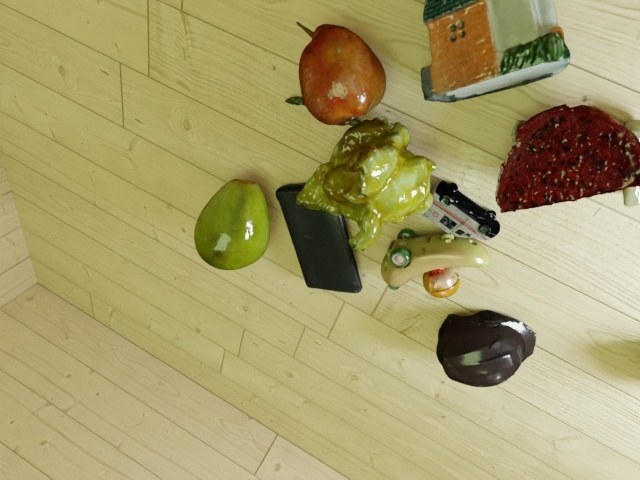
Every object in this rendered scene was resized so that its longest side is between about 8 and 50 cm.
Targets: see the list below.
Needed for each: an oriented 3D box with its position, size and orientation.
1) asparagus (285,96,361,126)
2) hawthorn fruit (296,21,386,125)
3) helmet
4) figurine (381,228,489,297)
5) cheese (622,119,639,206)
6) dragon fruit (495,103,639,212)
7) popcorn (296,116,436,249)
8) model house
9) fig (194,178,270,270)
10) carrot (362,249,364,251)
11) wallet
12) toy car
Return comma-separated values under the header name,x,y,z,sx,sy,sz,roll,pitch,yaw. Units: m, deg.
name,x,y,z,sx,sy,sz,roll,pitch,yaw
asparagus,0.007,-0.365,1.202,0.236,0.027,0.034,24,121,13
hawthorn fruit,0.034,-0.413,1.035,0.211,0.210,0.262,-20,103,39
helmet,0.503,0.354,1.347,0.305,0.177,0.225,-11,115,37
figurine,0.332,0.079,1.279,0.325,0.124,0.222,-9,118,30
cheese,0.679,-0.164,0.936,0.043,0.065,0.194,3,126,37
dragon fruit,0.547,-0.196,0.949,0.317,0.152,0.205,-10,99,50
popcorn,0.133,-0.127,1.115,0.290,0.325,0.321,10,157,-30
model house,0.336,-0.456,0.874,0.271,0.190,0.300,-6,104,37
fig,-0.293,-0.056,1.460,0.258,0.258,0.326,26,119,11
carrot,0.149,-0.023,1.371,0.035,0.035,0.142,23,124,14
wallet,0.000,-0.001,1.454,0.228,0.062,0.406,2,124,29
toy car,0.376,-0.065,1.168,0.210,0.089,0.108,36,134,5
